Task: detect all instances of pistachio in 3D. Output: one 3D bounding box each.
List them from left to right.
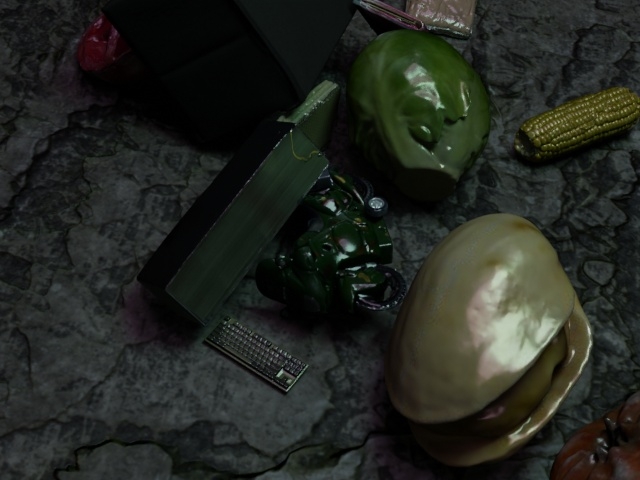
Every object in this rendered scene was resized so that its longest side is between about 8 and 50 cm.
[{"bbox_3d":[0.199,0.109,1.294,0.238,0.229,0.321,-9,43,38],"label":"pistachio"}]

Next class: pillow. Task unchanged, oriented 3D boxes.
[{"bbox_3d":[0.216,-0.447,1.895,0.126,0.043,0.232,12,55,-2],"label":"pillow"}]

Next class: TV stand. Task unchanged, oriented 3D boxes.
[{"bbox_3d":[-0.109,-0.028,1.374,0.269,0.083,0.088,-53,30,-16],"label":"TV stand"}]

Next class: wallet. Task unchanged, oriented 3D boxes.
[{"bbox_3d":[0.129,-0.320,1.684,0.119,0.232,0.025,27,92,16],"label":"wallet"}]

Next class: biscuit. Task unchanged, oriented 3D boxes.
[{"bbox_3d":[-0.043,-0.134,1.536,0.040,0.121,0.199,30,52,19],"label":"biscuit"}]

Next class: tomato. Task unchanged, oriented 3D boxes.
[{"bbox_3d":[-0.280,-0.303,1.677,0.189,0.099,0.173,-6,53,41],"label":"tomato"}]

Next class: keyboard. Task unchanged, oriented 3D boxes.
[{"bbox_3d":[-0.081,0.140,1.356,0.129,0.015,0.049,31,51,18],"label":"keyboard"}]

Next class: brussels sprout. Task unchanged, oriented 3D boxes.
[{"bbox_3d":[0.138,-0.183,1.546,0.244,0.244,0.244,4,48,-5],"label":"brussels sprout"}]

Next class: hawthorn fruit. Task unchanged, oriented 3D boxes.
[{"bbox_3d":[0.387,0.303,1.167,0.271,0.242,0.242,49,53,-7],"label":"hawthorn fruit"}]

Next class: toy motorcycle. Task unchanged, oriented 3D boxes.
[{"bbox_3d":[0.000,0.000,1.425,0.187,0.125,0.274,-7,44,-6],"label":"toy motorcycle"}]

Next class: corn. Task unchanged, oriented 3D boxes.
[{"bbox_3d":[0.400,-0.181,1.671,0.238,0.080,0.080,-19,54,-25],"label":"corn"}]

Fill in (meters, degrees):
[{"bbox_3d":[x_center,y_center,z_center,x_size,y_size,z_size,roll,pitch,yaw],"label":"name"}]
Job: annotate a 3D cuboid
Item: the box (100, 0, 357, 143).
[{"bbox_3d":[-0.111,-0.357,1.585,0.204,0.251,0.345,-18,31,36],"label":"box"}]
